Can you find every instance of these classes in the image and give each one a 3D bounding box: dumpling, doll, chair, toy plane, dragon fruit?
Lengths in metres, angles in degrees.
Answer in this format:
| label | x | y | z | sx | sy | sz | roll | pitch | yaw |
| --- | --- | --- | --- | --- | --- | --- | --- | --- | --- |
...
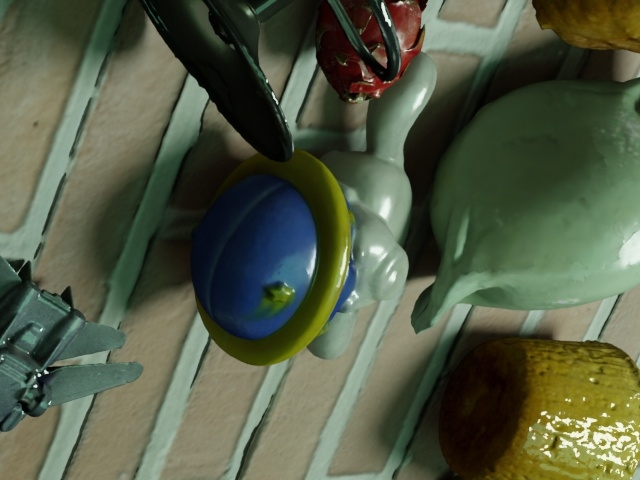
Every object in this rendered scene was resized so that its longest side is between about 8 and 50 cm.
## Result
| label | x | y | z | sx | sy | sz | roll | pitch | yaw |
| --- | --- | --- | --- | --- | --- | --- | --- | --- | --- |
| dumpling | 0.224 | -0.050 | 1.811 | 0.321 | 0.270 | 0.211 | -8 | 105 | -5 |
| doll | 0.016 | -0.018 | 1.686 | 0.243 | 0.159 | 0.311 | 12 | 109 | -41 |
| chair | 0.062 | -0.263 | 1.497 | 0.401 | 0.226 | 0.226 | -37 | 136 | -11 |
| toy plane | -0.295 | 0.141 | 1.612 | 0.212 | 0.088 | 0.267 | 35 | 99 | -23 |
| dragon fruit | 0.055 | -0.205 | 1.648 | 0.190 | 0.094 | 0.094 | -61 | 139 | -17 |

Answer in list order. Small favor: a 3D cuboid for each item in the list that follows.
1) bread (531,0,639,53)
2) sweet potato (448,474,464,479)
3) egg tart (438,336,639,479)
| label | x | y | z | sx | sy | sz | roll | pitch | yaw |
| --- | --- | --- | --- | --- | --- | --- | --- | --- | --- |
| bread | 0.356 | -0.257 | 1.707 | 0.340 | 0.179 | 0.194 | 3 | 78 | -36 |
| sweet potato | 0.150 | 0.330 | 2.122 | 0.053 | 0.054 | 0.182 | -22 | 135 | -12 |
| egg tart | 0.216 | 0.181 | 1.983 | 0.147 | 0.202 | 0.202 | 20 | 108 | -29 |
